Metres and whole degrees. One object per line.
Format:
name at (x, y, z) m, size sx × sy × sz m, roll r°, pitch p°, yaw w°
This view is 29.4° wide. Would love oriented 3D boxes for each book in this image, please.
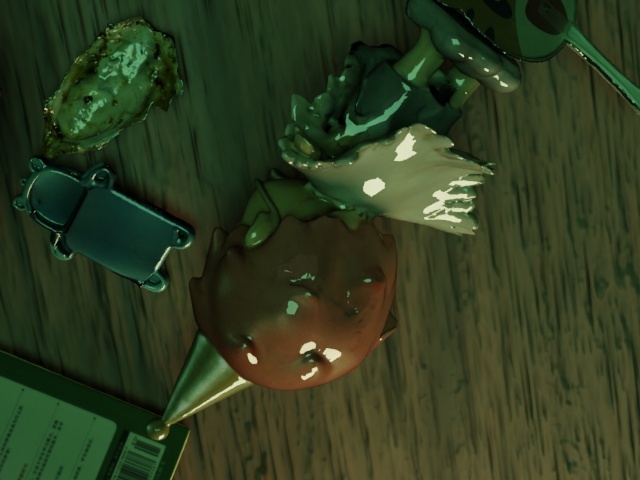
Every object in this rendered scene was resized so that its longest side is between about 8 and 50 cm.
book at (-0.260, 0.192, 0.960) m, size 0.264 × 0.027 × 0.202 m, roll 23°, pitch 71°, yaw -7°

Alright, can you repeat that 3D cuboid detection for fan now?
fan at (0.164, -0.167, 0.886) m, size 0.226 × 0.152 × 0.008 m, roll 39°, pitch 141°, yaw -15°

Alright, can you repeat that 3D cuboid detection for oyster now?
oyster at (-0.167, -0.116, 0.931) m, size 0.132 × 0.029 × 0.086 m, roll -20°, pitch 98°, yaw 7°

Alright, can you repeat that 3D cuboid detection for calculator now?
calculator at (-0.172, -0.015, 0.956) m, size 0.141 × 0.019 × 0.094 m, roll 28°, pitch 117°, yaw -11°

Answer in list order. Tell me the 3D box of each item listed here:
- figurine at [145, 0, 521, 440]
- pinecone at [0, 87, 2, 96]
figurine at (0.000, 0.000, 0.913) m, size 0.207 × 0.166 × 0.387 m, roll 17°, pitch 115°, yaw -49°
pinecone at (-0.336, -0.057, 0.833) m, size 0.243 × 0.243 × 0.257 m, roll 39°, pitch 106°, yaw -11°
